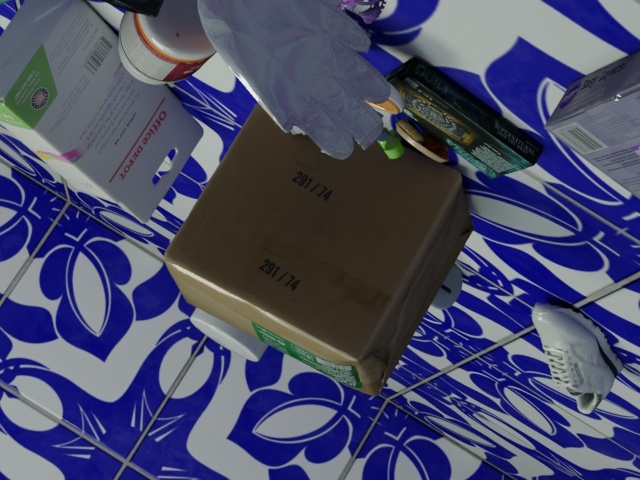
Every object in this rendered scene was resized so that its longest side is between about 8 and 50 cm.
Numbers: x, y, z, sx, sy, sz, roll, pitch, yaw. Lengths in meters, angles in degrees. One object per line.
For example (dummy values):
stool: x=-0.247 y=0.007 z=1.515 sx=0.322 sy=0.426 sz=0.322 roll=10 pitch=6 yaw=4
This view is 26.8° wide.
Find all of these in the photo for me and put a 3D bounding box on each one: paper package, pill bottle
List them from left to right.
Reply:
pill bottle: x=-0.188 y=-0.267 z=1.696 sx=0.121 sy=0.121 sz=0.221 roll=35 pitch=166 yaw=-12
pill bottle: x=-0.087 y=0.048 z=2.233 sx=0.160 sy=0.283 sz=0.160 roll=30 pitch=166 yaw=8
paper package: x=0.000 y=0.000 z=1.822 sx=0.324 sy=0.310 sz=0.168 roll=26 pitch=165 yaw=20

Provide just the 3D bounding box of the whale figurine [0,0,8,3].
whale figurine: x=-0.508 y=-0.415 z=1.807 sx=0.272 sy=0.141 sz=0.216 roll=30 pitch=174 yaw=8

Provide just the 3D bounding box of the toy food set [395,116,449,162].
toy food set: x=0.126 y=-0.126 z=1.660 sx=0.083 sy=0.020 sz=0.082 roll=34 pitch=-167 yaw=-8

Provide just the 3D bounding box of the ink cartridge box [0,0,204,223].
ink cartridge box: x=-0.360 y=-0.203 z=2.107 sx=0.119 sy=0.207 sz=0.353 roll=18 pitch=160 yaw=41

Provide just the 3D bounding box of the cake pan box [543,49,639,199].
cake pan box: x=0.366 y=-0.080 z=1.258 sx=0.245 sy=0.070 sz=0.267 roll=36 pitch=166 yaw=-8

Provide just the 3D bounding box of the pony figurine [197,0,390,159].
pony figurine: x=-0.016 y=-0.275 z=1.074 sx=0.351 sy=0.303 sz=0.363 roll=42 pitch=-179 yaw=-4

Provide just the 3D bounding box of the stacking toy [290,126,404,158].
stacking toy: x=-0.006 y=-0.182 z=1.680 sx=0.221 sy=0.052 sz=0.167 roll=26 pitch=162 yaw=44

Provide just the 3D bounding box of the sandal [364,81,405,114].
sandal: x=-0.032 y=-0.190 z=1.520 sx=0.265 sy=0.076 sz=0.102 roll=29 pitch=171 yaw=19

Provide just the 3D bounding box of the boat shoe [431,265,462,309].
boat shoe: x=0.107 y=0.021 z=2.098 sx=0.094 sy=0.109 sz=0.302 roll=20 pitch=165 yaw=46

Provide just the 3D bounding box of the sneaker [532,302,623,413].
sneaker: x=0.387 y=0.179 z=2.064 sx=0.090 sy=0.095 sz=0.235 roll=18 pitch=159 yaw=49

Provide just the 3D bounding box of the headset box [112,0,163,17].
headset box: x=-0.266 y=-0.335 z=1.377 sx=0.283 sy=0.131 sz=0.246 roll=22 pitch=-175 yaw=-14

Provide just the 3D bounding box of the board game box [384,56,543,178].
board game box: x=0.159 y=-0.141 z=1.577 sx=0.186 sy=0.026 sz=0.126 roll=35 pitch=168 yaw=-11
